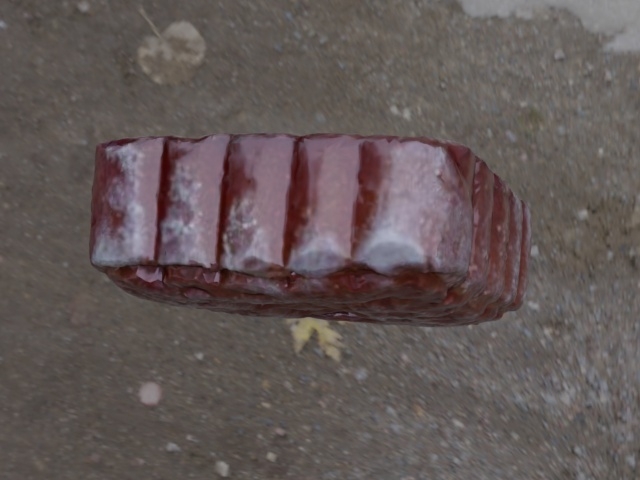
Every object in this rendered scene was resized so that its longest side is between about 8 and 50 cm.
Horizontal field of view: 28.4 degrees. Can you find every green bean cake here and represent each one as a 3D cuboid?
[{"bbox_3d":[0.000,0.000,0.450,0.135,0.135,0.056,1,85,21],"label":"green bean cake"}]
